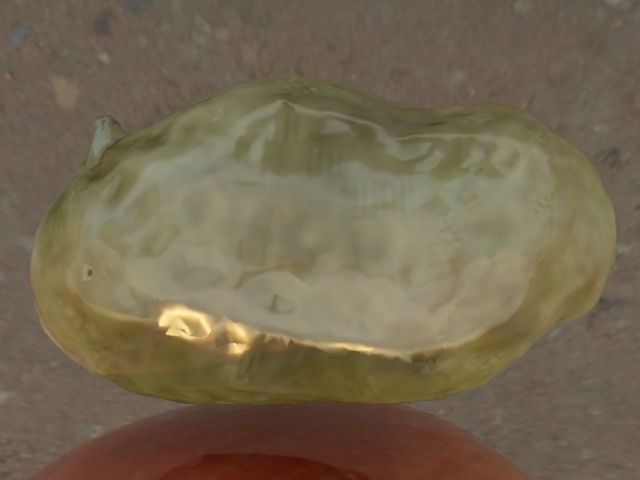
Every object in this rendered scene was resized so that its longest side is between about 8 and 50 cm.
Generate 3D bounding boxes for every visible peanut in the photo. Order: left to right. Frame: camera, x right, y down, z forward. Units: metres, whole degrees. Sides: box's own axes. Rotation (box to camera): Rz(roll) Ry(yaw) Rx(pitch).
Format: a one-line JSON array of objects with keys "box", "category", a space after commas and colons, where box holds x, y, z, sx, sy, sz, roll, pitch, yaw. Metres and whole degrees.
[{"box": [0.000, 0.000, 0.601, 0.224, 0.129, 0.129, 1, 82, 1], "category": "peanut"}]

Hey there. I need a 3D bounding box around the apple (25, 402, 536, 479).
[{"box": [-0.003, 0.242, 0.685, 0.364, 0.364, 0.364, 0, 82, 1], "category": "apple"}]
